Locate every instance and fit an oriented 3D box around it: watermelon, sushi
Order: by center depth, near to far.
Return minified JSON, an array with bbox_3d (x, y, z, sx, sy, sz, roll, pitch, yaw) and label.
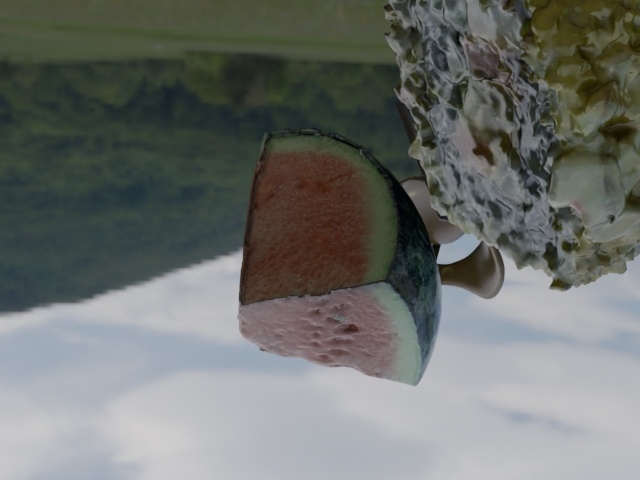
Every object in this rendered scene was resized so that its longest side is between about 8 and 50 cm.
[{"bbox_3d":[0.000,0.000,1.489,0.226,0.148,0.318,-24,-124,-20],"label":"watermelon"},{"bbox_3d":[0.250,-0.162,1.552,0.240,0.396,0.351,-26,-139,-19],"label":"sushi"}]

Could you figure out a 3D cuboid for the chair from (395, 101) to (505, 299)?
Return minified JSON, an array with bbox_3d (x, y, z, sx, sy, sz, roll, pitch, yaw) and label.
[{"bbox_3d":[0.167,-0.044,2.142,0.172,0.246,0.158,9,144,-12],"label":"chair"}]
